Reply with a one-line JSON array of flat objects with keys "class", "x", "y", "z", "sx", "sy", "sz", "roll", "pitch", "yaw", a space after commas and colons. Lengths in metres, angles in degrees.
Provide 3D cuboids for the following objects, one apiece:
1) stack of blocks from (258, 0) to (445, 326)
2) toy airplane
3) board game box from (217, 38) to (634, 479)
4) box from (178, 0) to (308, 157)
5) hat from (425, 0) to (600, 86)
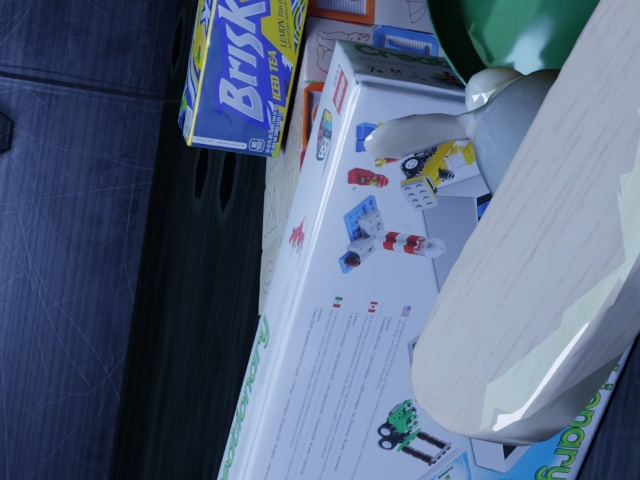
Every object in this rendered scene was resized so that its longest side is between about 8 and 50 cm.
[{"class": "stack of blocks", "x": 0.058, "y": -0.053, "z": 0.890, "sx": 0.087, "sy": 0.171, "sz": 0.297, "roll": 140, "pitch": 135, "yaw": -68}, {"class": "toy airplane", "x": 0.160, "y": -0.151, "z": 0.444, "sx": 0.386, "sy": 0.272, "sz": 0.384, "roll": -16, "pitch": 81, "yaw": 33}, {"class": "board game box", "x": 0.066, "y": 0.054, "z": 0.764, "sx": 0.053, "sy": 0.193, "sz": 0.305, "roll": -108, "pitch": 30, "yaw": -58}, {"class": "box", "x": -0.041, "y": -0.138, "z": 0.847, "sx": 0.054, "sy": 0.059, "sz": 0.168, "roll": -120, "pitch": 39, "yaw": -66}, {"class": "hat", "x": 0.150, "y": -0.160, "z": 0.586, "sx": 0.183, "sy": 0.173, "sz": 0.208, "roll": 115, "pitch": 164, "yaw": -58}]
